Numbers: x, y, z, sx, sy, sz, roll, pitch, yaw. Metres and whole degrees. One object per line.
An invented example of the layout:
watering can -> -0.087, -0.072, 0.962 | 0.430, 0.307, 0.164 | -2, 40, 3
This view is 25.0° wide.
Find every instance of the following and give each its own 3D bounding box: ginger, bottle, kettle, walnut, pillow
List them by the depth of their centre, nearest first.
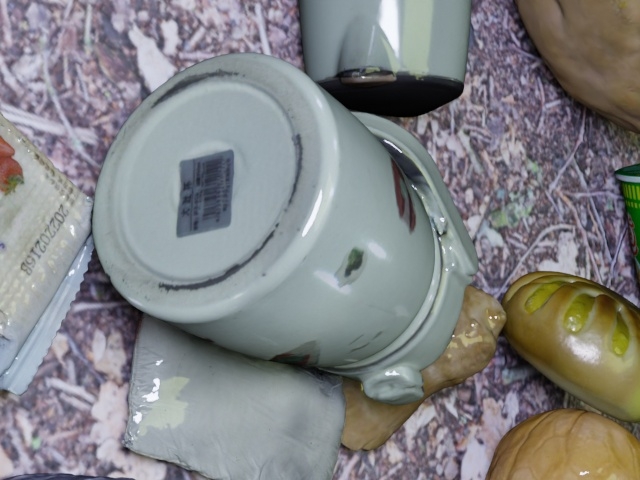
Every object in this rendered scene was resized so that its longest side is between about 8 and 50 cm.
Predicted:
bottle -> 0.000, 0.000, 1.167 | 0.351, 0.229, 0.229 | 30, 63, -55
pillow -> -0.067, 0.143, 1.219 | 0.229, 0.051, 0.128 | 27, 64, -36
ginger -> 0.092, 0.115, 1.336 | 0.115, 0.122, 0.193 | 48, 58, -53
kettle -> 0.069, -0.246, 1.340 | 0.240, 0.165, 0.255 | 11, 75, -71
walnut -> 0.240, 0.275, 1.404 | 0.193, 0.193, 0.226 | 42, 58, -31
walnut -> 0.376, -0.291, 1.500 | 0.381, 0.381, 0.381 | 7, 79, -43

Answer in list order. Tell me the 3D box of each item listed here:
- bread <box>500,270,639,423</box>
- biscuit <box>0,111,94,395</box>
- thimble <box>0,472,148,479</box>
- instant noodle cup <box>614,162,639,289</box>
bread -> 0.276, 0.099, 1.456 | 0.213, 0.213, 0.105 | 22, 103, -40
biscuit -> -0.284, -0.047, 1.022 | 0.309, 0.079, 0.186 | 49, 51, -29
thimble -> -0.165, 0.261, 1.030 | 0.236, 0.172, 0.205 | 41, 55, -30
instant noodle cup -> 0.440, 0.028, 1.634 | 0.207, 0.207, 0.233 | -15, 103, -44
